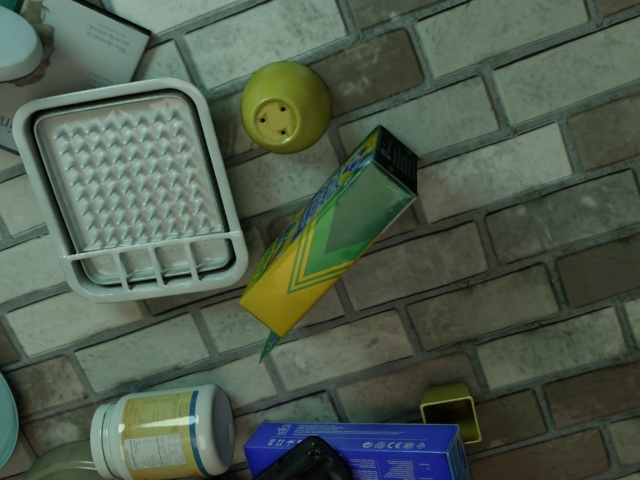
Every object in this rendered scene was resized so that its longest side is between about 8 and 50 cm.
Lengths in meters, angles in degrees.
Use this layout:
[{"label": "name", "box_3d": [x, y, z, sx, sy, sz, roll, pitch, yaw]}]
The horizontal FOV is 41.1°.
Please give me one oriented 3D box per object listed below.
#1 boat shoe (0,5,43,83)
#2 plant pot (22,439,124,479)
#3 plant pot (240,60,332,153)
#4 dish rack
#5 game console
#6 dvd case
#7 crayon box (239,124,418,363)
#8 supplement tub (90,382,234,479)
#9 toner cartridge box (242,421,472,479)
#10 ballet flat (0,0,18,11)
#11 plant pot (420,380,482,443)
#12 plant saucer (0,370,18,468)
[{"label": "boat shoe", "box_3d": [-0.551, -0.230, 1.152, 0.367, 0.136, 0.156, 1, 147, -3]}, {"label": "plant pot", "box_3d": [-0.397, 0.539, 1.399, 0.323, 0.280, 0.323, 2, 109, 6]}, {"label": "plant pot", "box_3d": [-0.054, -0.176, 1.194, 0.134, 0.095, 0.134, 2, 111, 5]}, {"label": "dish rack", "box_3d": [-0.265, -0.074, 1.247, 0.285, 0.072, 0.333, -8, 118, 8]}, {"label": "game console", "box_3d": [-0.071, 0.437, 1.366, 0.213, 0.044, 0.361, 45, 125, -1]}, {"label": "dvd case", "box_3d": [-0.376, -0.225, 1.225, 0.180, 0.022, 0.253, 22, 112, -20]}, {"label": "crayon box", "box_3d": [0.000, 0.000, 1.195, 0.083, 0.203, 0.323, 39, 109, -8]}, {"label": "supplement tub", "box_3d": [-0.250, 0.312, 1.370, 0.199, 0.144, 0.144, -9, 109, 10]}, {"label": "toner cartridge box", "box_3d": [0.061, 0.376, 1.345, 0.347, 0.075, 0.165, -5, 112, 26]}, {"label": "ballet flat", "box_3d": [-0.463, -0.358, 1.204, 0.052, 0.057, 0.168, 0, 109, 38]}, {"label": "plant pot", "box_3d": [0.202, 0.263, 1.335, 0.081, 0.083, 0.082, -12, 109, 10]}, {"label": "plant saucer", "box_3d": [-0.661, 0.279, 1.458, 0.317, 0.044, 0.318, 2, 110, 5]}]
